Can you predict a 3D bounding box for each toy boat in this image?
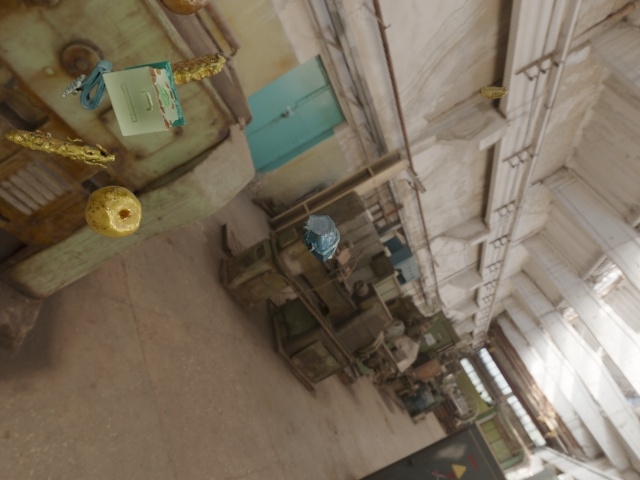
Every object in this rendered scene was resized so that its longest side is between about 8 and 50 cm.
[{"bbox_3d":[0.000,0.000,1.241,0.238,0.109,0.098,-97,-174,-72],"label":"toy boat"}]

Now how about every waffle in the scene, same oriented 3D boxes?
[{"bbox_3d":[-0.806,-0.296,1.350,0.262,0.060,0.280,22,11,20],"label":"waffle"},{"bbox_3d":[-0.480,-0.598,1.523,0.281,0.301,0.058,-72,154,-55],"label":"waffle"}]

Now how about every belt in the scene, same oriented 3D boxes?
[{"bbox_3d":[-0.678,-0.469,1.277,0.100,0.179,0.065,32,41,-30],"label":"belt"}]

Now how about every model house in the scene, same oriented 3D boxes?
[{"bbox_3d":[-0.341,-0.288,0.874,0.149,0.101,0.127,-80,163,-64],"label":"model house"}]

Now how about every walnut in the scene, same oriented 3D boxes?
[{"bbox_3d":[-0.468,-0.885,1.500,0.167,0.207,0.167,52,2,-2],"label":"walnut"}]

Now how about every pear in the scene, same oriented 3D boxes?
[{"bbox_3d":[-0.658,-0.092,1.369,0.178,0.178,0.178,60,6,-10],"label":"pear"}]

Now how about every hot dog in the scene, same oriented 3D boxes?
[{"bbox_3d":[0.569,-0.486,1.425,0.034,0.090,0.030,86,8,-57],"label":"hot dog"}]
